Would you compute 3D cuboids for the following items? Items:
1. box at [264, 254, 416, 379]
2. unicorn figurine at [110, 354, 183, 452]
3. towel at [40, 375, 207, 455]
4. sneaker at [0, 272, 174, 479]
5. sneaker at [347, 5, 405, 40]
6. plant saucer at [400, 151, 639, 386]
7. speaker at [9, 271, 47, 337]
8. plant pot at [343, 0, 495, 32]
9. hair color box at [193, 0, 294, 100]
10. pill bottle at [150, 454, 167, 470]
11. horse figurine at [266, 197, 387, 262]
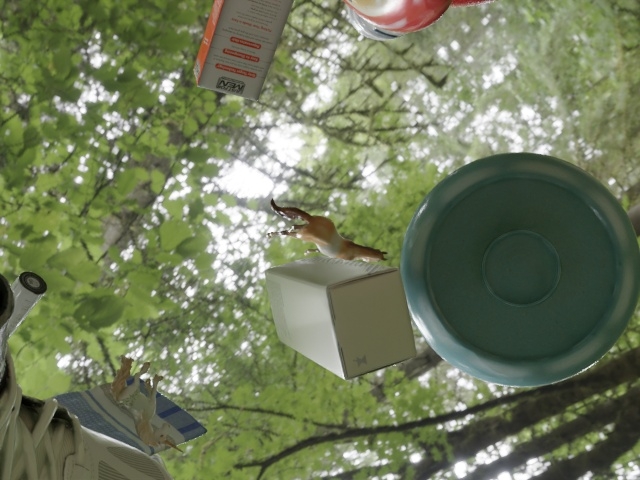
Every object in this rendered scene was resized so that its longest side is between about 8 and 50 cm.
[{"bbox_3d":[0.014,0.086,0.933,0.094,0.275,0.113,-14,-82,-18],"label":"box"},{"bbox_3d":[-0.282,0.258,1.173,0.162,0.060,0.111,43,-140,-36],"label":"unicorn figurine"},{"bbox_3d":[-0.362,0.314,1.279,0.209,0.034,0.285,26,-163,32],"label":"towel"},{"bbox_3d":[-0.207,0.138,0.447,0.447,0.257,0.169,26,-143,-46],"label":"sneaker"},{"bbox_3d":[0.107,-0.329,0.709,0.105,0.282,0.115,5,-160,-16],"label":"sneaker"},{"bbox_3d":[0.264,0.037,0.977,0.318,0.317,0.043,53,-174,7],"label":"plant saucer"},{"bbox_3d":[-0.549,0.121,1.319,0.055,0.136,0.055,37,-159,-16],"label":"speaker"},{"bbox_3d":[0.081,-0.241,0.474,0.174,0.191,0.191,-29,-103,-14],"label":"plant pot"},{"bbox_3d":[-0.078,-0.222,0.763,0.071,0.141,0.043,10,-146,-24],"label":"hair color box"},{"bbox_3d":[-0.294,0.405,1.263,0.065,0.065,0.116,21,-175,-25],"label":"pill bottle"},{"bbox_3d":[0.000,0.000,1.598,0.263,0.174,0.066,41,-128,-34],"label":"horse figurine"}]
